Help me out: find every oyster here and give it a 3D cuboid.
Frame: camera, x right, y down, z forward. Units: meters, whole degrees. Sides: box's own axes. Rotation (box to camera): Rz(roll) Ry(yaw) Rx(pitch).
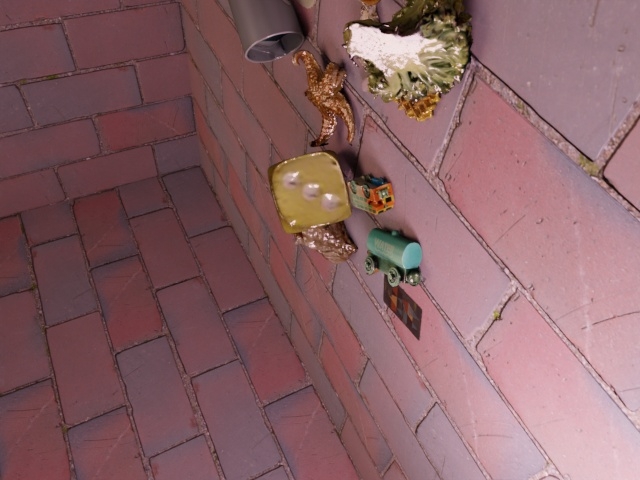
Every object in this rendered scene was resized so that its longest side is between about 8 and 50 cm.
[{"bbox_3d":[0.133,-0.522,1.311,0.106,0.061,0.200,39,150,24],"label":"oyster"}]

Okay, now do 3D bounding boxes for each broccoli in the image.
[{"bbox_3d":[0.168,-0.421,1.044,0.242,0.273,0.180,122,156,-51],"label":"broccoli"}]

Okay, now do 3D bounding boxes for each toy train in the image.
[{"bbox_3d":[0.218,0.046,1.536,0.248,0.101,0.159,-150,61,-60],"label":"toy train"},{"bbox_3d":[0.150,-0.143,1.558,0.188,0.072,0.099,29,142,62],"label":"toy train"}]

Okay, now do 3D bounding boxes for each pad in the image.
[{"bbox_3d":[0.264,0.212,1.674,0.211,0.003,0.143,49,150,47],"label":"pad"}]

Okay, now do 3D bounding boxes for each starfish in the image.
[{"bbox_3d":[0.005,-0.438,1.616,0.312,0.113,0.303,42,145,48],"label":"starfish"}]

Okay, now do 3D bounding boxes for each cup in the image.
[{"bbox_3d":[-0.196,-0.773,1.687,0.205,0.205,0.312,-18,90,70],"label":"cup"}]

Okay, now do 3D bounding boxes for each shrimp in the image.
[{"bbox_3d":[0.174,0.076,1.758,0.083,0.023,0.114,67,154,19],"label":"shrimp"}]

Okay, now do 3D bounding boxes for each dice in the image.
[{"bbox_3d":[-0.035,-0.159,1.698,0.227,0.238,0.233,-97,-7,-86],"label":"dice"}]

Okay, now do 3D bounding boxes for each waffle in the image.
[{"bbox_3d":[0.221,-0.375,1.211,0.191,0.038,0.191,52,154,40],"label":"waffle"}]

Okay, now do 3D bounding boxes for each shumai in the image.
[{"bbox_3d":[-0.001,0.001,1.903,0.218,0.185,0.184,62,158,22],"label":"shumai"}]

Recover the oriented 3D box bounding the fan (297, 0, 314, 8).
[{"bbox_3d":[-0.091,-0.915,1.565,0.233,0.012,0.414,-13,96,69],"label":"fan"}]

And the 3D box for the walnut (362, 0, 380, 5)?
[{"bbox_3d":[0.135,-0.628,1.132,0.167,0.087,0.211,65,167,5],"label":"walnut"}]

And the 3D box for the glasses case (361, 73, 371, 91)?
[{"bbox_3d":[0.135,-0.432,1.404,0.083,0.021,0.032,-9,97,69],"label":"glasses case"}]
